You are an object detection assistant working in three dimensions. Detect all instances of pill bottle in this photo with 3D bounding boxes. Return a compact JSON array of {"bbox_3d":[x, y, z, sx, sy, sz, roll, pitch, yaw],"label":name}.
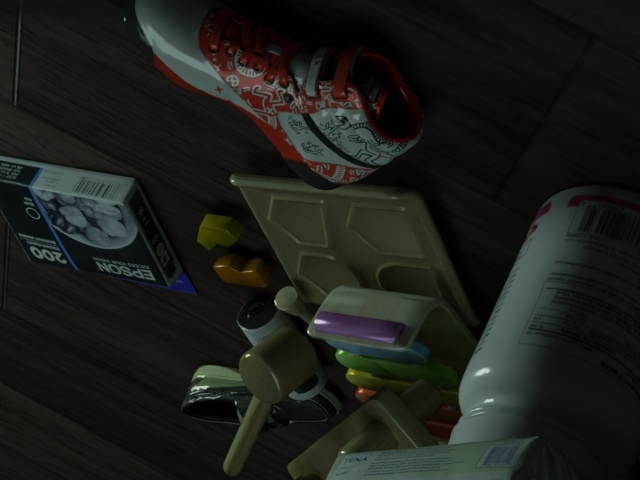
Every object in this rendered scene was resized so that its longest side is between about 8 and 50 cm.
[{"bbox_3d":[0.213,0.105,1.226,0.160,0.283,0.160,21,147,14],"label":"pill bottle"}]

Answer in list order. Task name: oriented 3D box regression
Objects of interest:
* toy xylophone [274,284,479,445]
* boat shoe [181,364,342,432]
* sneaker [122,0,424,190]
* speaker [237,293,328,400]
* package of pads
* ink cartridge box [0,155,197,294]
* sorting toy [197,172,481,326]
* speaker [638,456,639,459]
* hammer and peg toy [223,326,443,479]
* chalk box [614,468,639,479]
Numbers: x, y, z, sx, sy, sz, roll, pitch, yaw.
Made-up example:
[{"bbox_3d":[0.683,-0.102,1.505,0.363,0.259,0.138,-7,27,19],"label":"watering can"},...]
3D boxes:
[{"bbox_3d":[0.084,0.138,1.532,0.236,0.081,0.323,2,150,39],"label":"toy xylophone"},{"bbox_3d":[-0.077,0.208,1.798,0.223,0.073,0.080,5,141,34],"label":"boat shoe"},{"bbox_3d":[-0.031,-0.154,1.241,0.270,0.090,0.145,39,146,-22],"label":"sneaker"},{"bbox_3d":[-0.044,0.124,1.673,0.055,0.055,0.136,3,139,36],"label":"speaker"},{"bbox_3d":[0.156,0.276,1.147,0.229,0.101,0.296,-14,128,46],"label":"package of pads"},{"bbox_3d":[-0.267,-0.004,1.678,0.206,0.045,0.208,10,145,27],"label":"ink cartridge box"},{"bbox_3d":[0.000,0.000,1.485,0.307,0.041,0.229,6,146,32],"label":"sorting toy"},{"bbox_3d":[0.307,0.148,1.365,0.296,0.131,0.131,-12,130,47],"label":"speaker"},{"bbox_3d":[0.057,0.245,1.453,0.361,0.127,0.266,49,148,6],"label":"hammer and peg toy"},{"bbox_3d":[0.266,0.292,1.561,0.132,0.213,0.132,-36,78,55],"label":"chalk box"}]
